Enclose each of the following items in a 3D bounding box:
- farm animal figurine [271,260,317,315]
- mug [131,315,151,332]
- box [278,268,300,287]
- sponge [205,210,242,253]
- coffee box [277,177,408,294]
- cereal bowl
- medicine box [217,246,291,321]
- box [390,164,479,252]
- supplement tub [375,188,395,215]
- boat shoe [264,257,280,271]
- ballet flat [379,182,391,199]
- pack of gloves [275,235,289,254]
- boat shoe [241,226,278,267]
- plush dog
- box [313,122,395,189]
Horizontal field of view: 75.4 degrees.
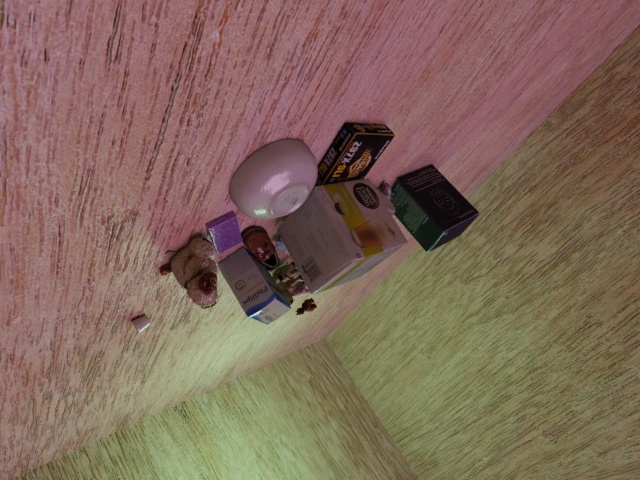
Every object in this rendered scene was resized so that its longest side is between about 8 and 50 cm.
[{"bbox_3d":[-0.166,0.231,2.116,0.172,0.326,0.330,-26,124,-8],"label":"farm animal figurine"},{"bbox_3d":[-0.770,0.352,1.780,0.064,0.078,0.062,-35,127,-29],"label":"mug"},{"bbox_3d":[-0.199,0.233,2.381,0.220,0.051,0.175,-35,158,-4],"label":"box"},{"bbox_3d":[-0.373,-0.027,1.620,0.117,0.031,0.210,-29,158,-18],"label":"sponge"},{"bbox_3d":[0.088,-0.021,1.753,0.334,0.337,0.338,-15,160,-41],"label":"coffee box"},{"bbox_3d":[-0.144,-0.191,1.486,0.339,0.141,0.339,-31,157,-15],"label":"cereal bowl"},{"bbox_3d":[-0.293,0.212,1.875,0.149,0.289,0.263,-36,159,-2],"label":"medicine box"},{"bbox_3d":[0.604,-0.182,2.279,0.294,0.395,0.212,-23,154,-29],"label":"box"},{"bbox_3d":[0.213,-0.104,2.124,0.316,0.193,0.194,-46,156,26],"label":"supplement tub"},{"bbox_3d":[-0.273,0.139,2.076,0.183,0.066,0.066,-30,165,11],"label":"boat shoe"},{"bbox_3d":[0.334,-0.232,2.214,0.079,0.076,0.221,-31,162,-4],"label":"ballet flat"},{"bbox_3d":[-0.130,-0.032,1.988,0.195,0.046,0.232,-49,161,-1],"label":"pack of gloves"},{"bbox_3d":[-0.249,0.035,1.831,0.111,0.104,0.307,-36,158,-1],"label":"boat shoe"},{"bbox_3d":[-0.468,0.148,1.567,0.211,0.225,0.262,-27,157,-24],"label":"plush dog"},{"bbox_3d":[0.123,-0.329,1.692,0.257,0.079,0.322,-11,147,-44],"label":"box"}]
